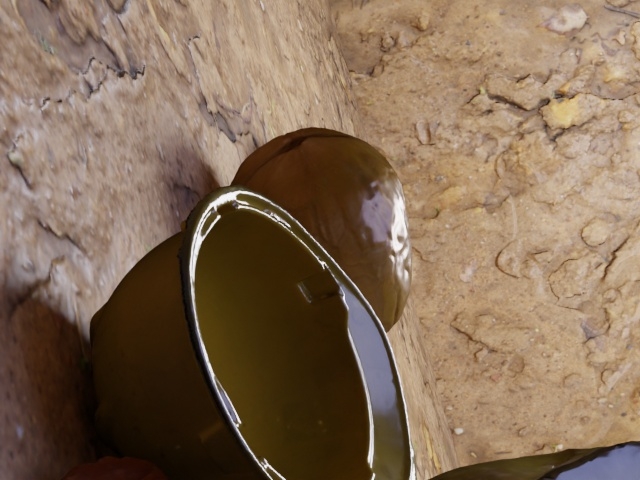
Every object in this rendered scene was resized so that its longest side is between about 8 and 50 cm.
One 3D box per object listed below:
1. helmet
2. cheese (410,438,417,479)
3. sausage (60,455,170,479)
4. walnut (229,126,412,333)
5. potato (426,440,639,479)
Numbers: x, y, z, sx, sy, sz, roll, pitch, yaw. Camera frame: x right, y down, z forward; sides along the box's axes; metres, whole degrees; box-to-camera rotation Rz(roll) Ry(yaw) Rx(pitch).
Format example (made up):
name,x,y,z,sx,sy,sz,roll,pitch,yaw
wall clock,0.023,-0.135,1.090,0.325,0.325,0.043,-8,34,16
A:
name,x,y,z,sx,sy,sz,roll,pitch,yaw
helmet,-0.060,0.090,0.701,0.257,0.140,0.205,39,36,-53
cheese,-0.008,0.184,0.923,0.214,0.117,0.226,47,31,-41
sausage,-0.086,0.208,0.578,0.076,0.076,0.198,-53,129,-78
walnut,0.000,0.000,1.112,0.193,0.193,0.226,-93,174,-52
potato,0.149,0.371,0.767,0.319,0.385,0.442,-31,-107,56
